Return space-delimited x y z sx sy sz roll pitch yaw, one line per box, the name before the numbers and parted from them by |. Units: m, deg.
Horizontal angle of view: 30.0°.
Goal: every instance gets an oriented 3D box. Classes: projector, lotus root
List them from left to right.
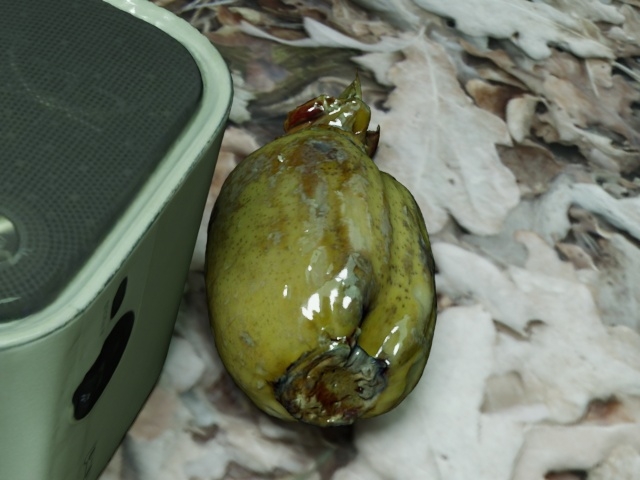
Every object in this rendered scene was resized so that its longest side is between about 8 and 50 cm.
projector | -0.211 0.005 0.653 0.248 0.249 0.249 25 47 4
lotus root | -0.001 0.001 0.804 0.154 0.154 0.278 9 48 -11
